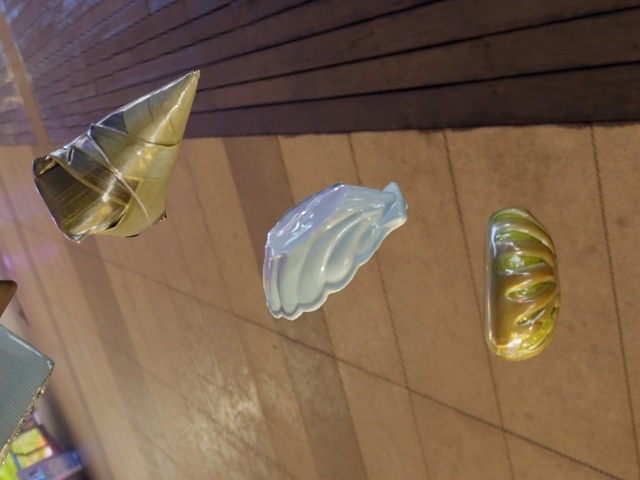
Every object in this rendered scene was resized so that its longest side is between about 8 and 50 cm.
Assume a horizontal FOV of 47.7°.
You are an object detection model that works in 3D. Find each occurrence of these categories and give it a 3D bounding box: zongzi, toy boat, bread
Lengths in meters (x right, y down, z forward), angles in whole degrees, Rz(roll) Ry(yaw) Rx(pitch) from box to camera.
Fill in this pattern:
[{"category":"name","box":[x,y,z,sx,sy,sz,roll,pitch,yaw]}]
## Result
[{"category":"zongzi","box":[-0.268,-0.134,1.180,0.154,0.317,0.289,53,-173,4]},{"category":"toy boat","box":[0.000,0.000,1.136,0.100,0.290,0.199,44,-158,-30]},{"category":"bread","box":[0.274,0.057,0.997,0.105,0.213,0.213,0,118,14]}]

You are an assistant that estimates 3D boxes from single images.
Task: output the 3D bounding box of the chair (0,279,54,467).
[{"category":"chair","box":[-0.416,0.113,0.809,0.319,0.160,0.186,30,176,8]}]
